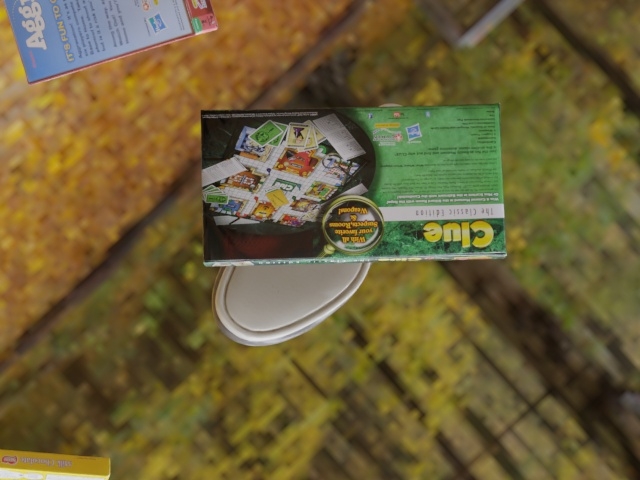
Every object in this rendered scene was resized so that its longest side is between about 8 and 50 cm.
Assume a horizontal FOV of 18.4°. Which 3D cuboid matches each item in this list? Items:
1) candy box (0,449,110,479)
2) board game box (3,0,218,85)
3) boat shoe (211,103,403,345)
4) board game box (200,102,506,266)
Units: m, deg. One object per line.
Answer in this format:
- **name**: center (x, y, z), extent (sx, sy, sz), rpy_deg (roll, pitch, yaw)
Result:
- **candy box**: center (-0.327, 0.246, 2.048), extent (0.105, 0.206, 0.027), rpy_deg (119, -25, -61)
- **board game box**: center (-0.163, -0.247, 1.207), extent (0.145, 0.281, 0.027), rpy_deg (-12, -172, 35)
- **boat shoe**: center (0.000, 0.000, 1.864), extent (0.335, 0.112, 0.095), rpy_deg (-49, 179, -38)
- **board game box**: center (0.028, -0.048, 1.695), extent (0.260, 0.136, 0.030), rpy_deg (-1, 169, -2)
